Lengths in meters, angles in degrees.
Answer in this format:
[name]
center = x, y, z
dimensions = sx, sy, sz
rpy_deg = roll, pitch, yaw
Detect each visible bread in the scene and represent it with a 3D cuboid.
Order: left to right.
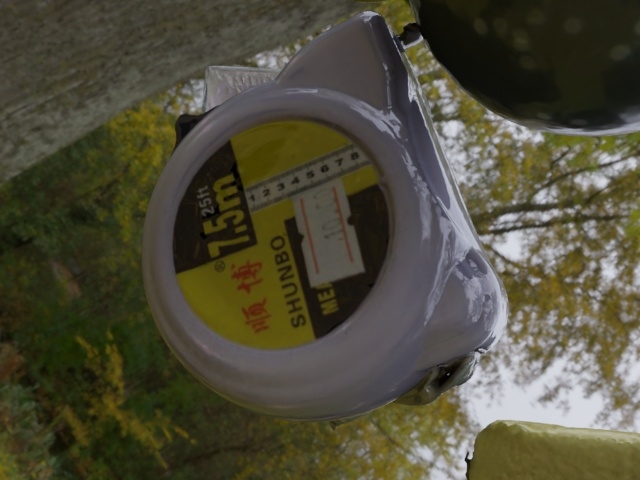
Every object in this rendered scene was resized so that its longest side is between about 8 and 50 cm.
[bread]
center = 0.258, 0.316, 0.751
dimensions = 0.198, 0.264, 0.236
rpy_deg = 1, -14, 35

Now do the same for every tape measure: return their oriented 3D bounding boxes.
[tape measure]
center = -0.004, -0.001, 0.408
dimensions = 0.105, 0.178, 0.196
rpy_deg = 28, 47, -68

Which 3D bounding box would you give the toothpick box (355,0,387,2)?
[toothpick box]
center = 0.069, -0.346, 0.627
dimensions = 0.175, 0.271, 0.175
rpy_deg = 23, -25, 12

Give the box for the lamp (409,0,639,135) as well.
[lamp]
center = 0.194, -0.151, 0.363
dimensions = 0.182, 0.313, 0.182
rpy_deg = 170, -90, -83

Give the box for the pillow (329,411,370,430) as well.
[pillow]
center = 0.046, 0.131, 0.791
dimensions = 0.078, 0.134, 0.181
rpy_deg = 46, -15, 14

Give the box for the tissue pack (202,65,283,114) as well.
[tissue pack]
center = -0.046, -0.080, 0.610
dimensions = 0.111, 0.085, 0.079
rpy_deg = 100, -8, -77
